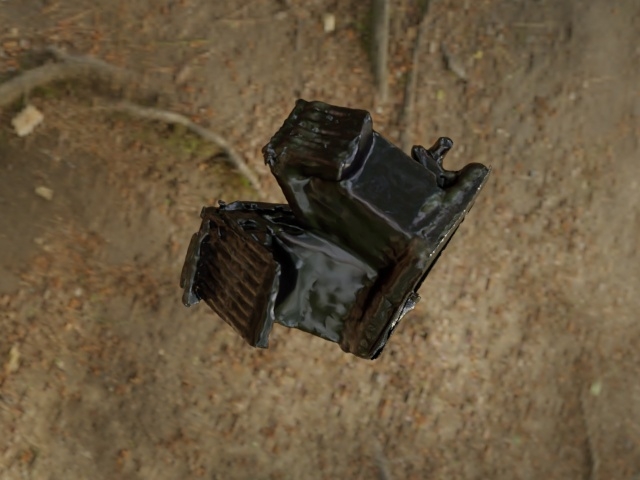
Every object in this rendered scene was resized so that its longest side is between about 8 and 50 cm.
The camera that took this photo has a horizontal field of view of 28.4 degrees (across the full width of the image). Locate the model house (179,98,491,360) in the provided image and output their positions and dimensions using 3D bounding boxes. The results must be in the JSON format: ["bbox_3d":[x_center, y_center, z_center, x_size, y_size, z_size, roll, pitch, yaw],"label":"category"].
[{"bbox_3d":[0.005,-0.008,0.886,0.203,0.164,0.141,-61,176,30],"label":"model house"}]
